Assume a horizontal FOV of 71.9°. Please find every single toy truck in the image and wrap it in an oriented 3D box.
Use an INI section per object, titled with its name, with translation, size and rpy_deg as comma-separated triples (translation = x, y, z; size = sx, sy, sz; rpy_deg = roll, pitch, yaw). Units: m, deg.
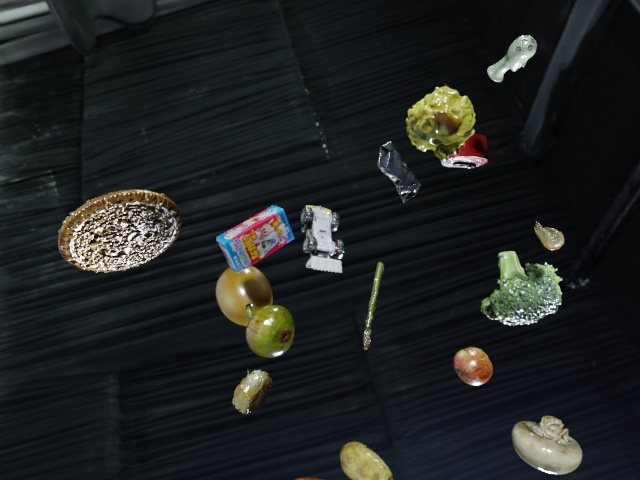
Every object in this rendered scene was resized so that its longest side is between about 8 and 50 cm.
[toy truck]
translation = 0.000, 0.000, 1.468
size = 0.111, 0.136, 0.286
rpy_deg = 120, -27, -47

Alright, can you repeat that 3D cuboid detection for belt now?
[belt]
translation = 0.566, -0.346, 1.746
size = 0.128, 0.200, 0.124
rpy_deg = 147, -57, -72

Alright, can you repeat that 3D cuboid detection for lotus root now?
[lotus root]
translation = 0.141, 0.732, 1.436
size = 0.258, 0.097, 0.110
rpy_deg = -1, -119, 59

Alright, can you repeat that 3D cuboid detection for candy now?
[candy]
translation = -0.277, -0.009, 1.906
size = 0.100, 0.305, 0.158
rpy_deg = 28, -37, 53

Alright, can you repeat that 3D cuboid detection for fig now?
[fig]
translation = -0.186, 0.253, 1.314
size = 0.259, 0.151, 0.152
rpy_deg = 9, -59, 48

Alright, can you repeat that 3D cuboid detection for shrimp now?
[shrimp]
translation = 0.650, -0.018, 1.251
size = 0.023, 0.059, 0.108
rpy_deg = 49, 25, -46

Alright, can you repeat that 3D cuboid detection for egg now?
[egg]
translation = -0.394, 0.282, 2.287
size = 0.351, 0.282, 0.283
rpy_deg = 51, -14, 32

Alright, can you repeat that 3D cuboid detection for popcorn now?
[popcorn]
translation = 0.376, -0.366, 1.375
size = 0.189, 0.218, 0.170
rpy_deg = 42, 56, -21

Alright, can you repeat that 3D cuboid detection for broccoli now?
[broccoli]
translation = 0.690, 0.178, 1.512
size = 0.235, 0.288, 0.260
rpy_deg = 47, 41, -13

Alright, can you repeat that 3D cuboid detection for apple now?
[apple]
translation = 0.603, 0.493, 1.733
size = 0.146, 0.130, 0.146
rpy_deg = 57, -13, 21

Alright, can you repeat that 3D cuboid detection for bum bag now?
[bum bag]
translation = 0.350, -0.302, 1.987
size = 0.310, 0.137, 0.074
rpy_deg = 46, -25, -28

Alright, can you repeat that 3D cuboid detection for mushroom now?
[mushroom]
translation = 0.789, 0.707, 1.547
size = 0.226, 0.226, 0.178
rpy_deg = -109, -156, -86

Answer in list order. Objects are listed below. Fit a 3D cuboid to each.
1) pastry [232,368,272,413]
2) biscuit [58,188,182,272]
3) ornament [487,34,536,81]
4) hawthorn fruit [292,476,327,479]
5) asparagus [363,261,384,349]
[pastry]
translation = -0.224, 0.506, 1.473
size = 0.153, 0.081, 0.154
rpy_deg = -47, 147, -43
[biscuit]
translation = -0.506, -0.014, 1.137
size = 0.038, 0.305, 0.305
rpy_deg = 57, -9, 28
[ornament]
translation = 0.600, -0.564, 1.370
size = 0.081, 0.074, 0.156
rpy_deg = 66, -29, 8
[hawthorn fruit]
translation = -0.021, 1.084, 1.780
size = 0.300, 0.254, 0.254
rpy_deg = 18, 50, -52
[asparagus]
translation = 0.144, 0.174, 1.204
size = 0.024, 0.025, 0.249
rpy_deg = 115, -10, -65
